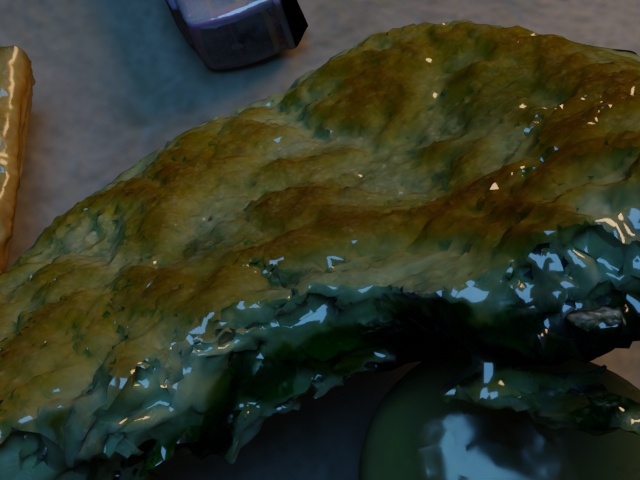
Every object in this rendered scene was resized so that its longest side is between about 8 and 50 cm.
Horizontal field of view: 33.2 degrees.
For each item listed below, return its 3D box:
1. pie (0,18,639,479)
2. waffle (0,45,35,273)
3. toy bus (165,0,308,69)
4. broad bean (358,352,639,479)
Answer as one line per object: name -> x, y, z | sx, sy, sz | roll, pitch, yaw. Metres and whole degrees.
pie -> 0.000, 0.000, 0.454 | 0.371, 0.078, 0.296 | -17, 30, 16
waffle -> -0.291, -0.018, 0.572 | 0.274, 0.057, 0.168 | -3, 63, 2
toy bus -> -0.070, -0.180, 0.645 | 0.072, 0.057, 0.172 | -24, 63, 0
broad bean -> 0.104, 0.169, 0.429 | 0.189, 0.121, 0.263 | -13, 77, -9
